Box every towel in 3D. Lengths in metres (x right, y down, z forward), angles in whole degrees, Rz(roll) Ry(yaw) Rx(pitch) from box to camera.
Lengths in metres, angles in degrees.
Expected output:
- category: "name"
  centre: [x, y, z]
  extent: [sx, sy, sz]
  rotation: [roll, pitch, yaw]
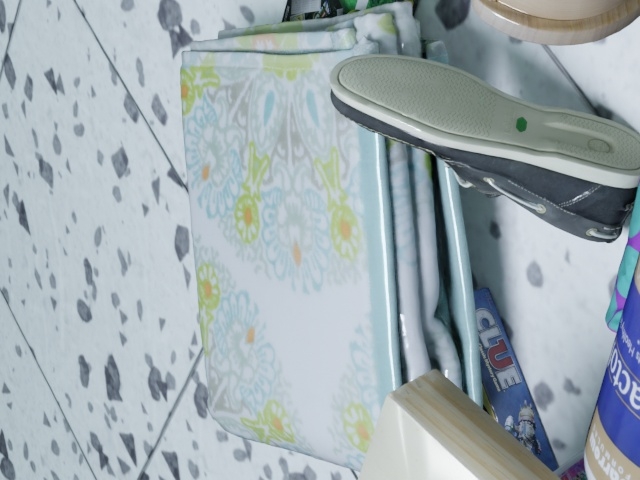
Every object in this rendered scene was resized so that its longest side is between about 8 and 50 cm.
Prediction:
- category: "towel"
  centre: [0.000, 0.000, 1.315]
  extent: [0.320, 0.090, 0.375]
  rotation: [7, 103, 58]

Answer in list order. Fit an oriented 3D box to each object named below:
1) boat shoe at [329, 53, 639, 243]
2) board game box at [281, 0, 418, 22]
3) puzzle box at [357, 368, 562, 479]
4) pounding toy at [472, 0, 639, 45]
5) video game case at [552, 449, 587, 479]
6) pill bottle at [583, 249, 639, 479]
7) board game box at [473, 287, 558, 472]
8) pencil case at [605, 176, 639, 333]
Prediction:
- category: "boat shoe"
  centre: [0.111, -0.064, 1.116]
  extent: [0.233, 0.084, 0.079]
  rotation: [21, 134, 7]
- category: "board game box"
  centre: [0.021, -0.190, 1.334]
  extent: [0.136, 0.030, 0.260]
  rotation: [52, 140, 36]
- category: "puzzle box"
  centre: [0.166, 0.307, 1.028]
  extent: [0.409, 0.052, 0.272]
  rotation: [42, 136, 27]
- category: "pounding toy"
  centre: [0.156, -0.184, 0.997]
  extent: [0.155, 0.154, 0.270]
  rotation: [94, 159, -55]
- category: "video game case"
  centre: [0.178, 0.248, 1.158]
  extent: [0.143, 0.157, 0.019]
  rotation: [51, 172, 33]
- category: "pill bottle"
  centre: [0.250, 0.106, 0.989]
  extent: [0.153, 0.153, 0.265]
  rotation: [41, 133, 42]
- category: "board game box"
  centre: [0.121, 0.179, 1.305]
  extent: [0.165, 0.042, 0.243]
  rotation: [-33, 74, 55]
- category: "pencil case"
  centre: [0.233, -0.004, 1.048]
  extent: [0.064, 0.070, 0.152]
  rotation: [10, 119, 6]
